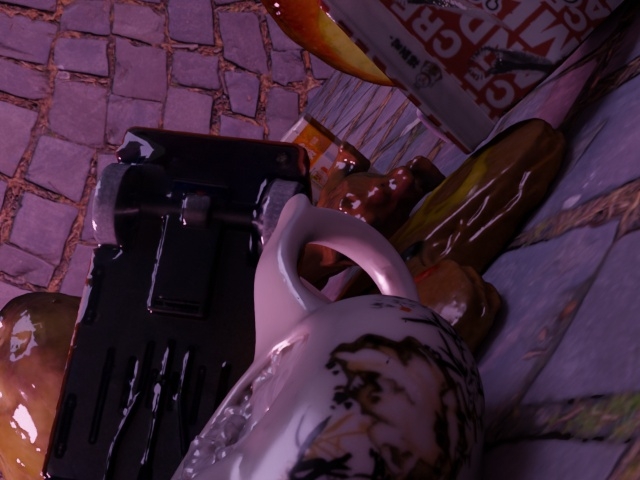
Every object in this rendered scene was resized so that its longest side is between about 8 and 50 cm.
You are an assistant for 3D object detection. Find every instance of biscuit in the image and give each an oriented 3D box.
[{"bbox_3d":[0.062,0.037,0.845,0.262,0.052,0.277,-48,9,21],"label":"biscuit"}]

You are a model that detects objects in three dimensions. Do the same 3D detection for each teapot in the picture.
[{"bbox_3d":[-0.013,0.102,0.636,0.300,0.166,0.208,-74,11,-46],"label":"teapot"}]

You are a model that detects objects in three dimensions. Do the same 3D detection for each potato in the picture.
[{"bbox_3d":[-0.257,0.162,1.359,0.289,0.237,0.301,-41,12,51],"label":"potato"}]

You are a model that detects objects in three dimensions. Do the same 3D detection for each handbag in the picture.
[{"bbox_3d":[0.126,-0.195,0.972,0.298,0.171,0.151,-42,1,-35],"label":"handbag"}]

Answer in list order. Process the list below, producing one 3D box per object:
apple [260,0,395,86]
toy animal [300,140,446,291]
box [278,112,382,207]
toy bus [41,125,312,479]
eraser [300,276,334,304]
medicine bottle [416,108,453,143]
[{"bbox_3d":[0.098,-0.343,1.265,0.374,0.374,0.384,-48,-20,19],"label":"apple"},{"bbox_3d":[0.000,0.000,1.153,0.312,0.097,0.157,-38,9,45],"label":"toy animal"},{"bbox_3d":[-0.042,-0.023,1.416,0.220,0.122,0.032,-48,10,19],"label":"box"},{"bbox_3d":[-0.092,0.098,0.854,0.153,0.143,0.329,71,-154,-70],"label":"toy bus"},{"bbox_3d":[-0.085,0.165,0.977,0.298,0.078,0.076,-54,9,-21],"label":"eraser"},{"bbox_3d":[0.131,-0.132,1.204,0.074,0.055,0.118,-53,10,-8],"label":"medicine bottle"}]
